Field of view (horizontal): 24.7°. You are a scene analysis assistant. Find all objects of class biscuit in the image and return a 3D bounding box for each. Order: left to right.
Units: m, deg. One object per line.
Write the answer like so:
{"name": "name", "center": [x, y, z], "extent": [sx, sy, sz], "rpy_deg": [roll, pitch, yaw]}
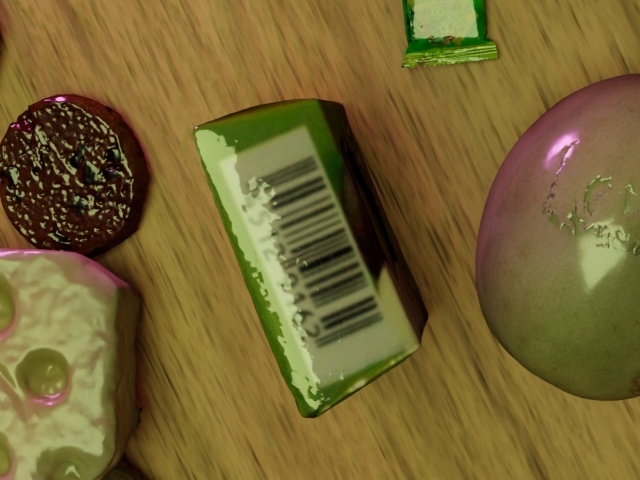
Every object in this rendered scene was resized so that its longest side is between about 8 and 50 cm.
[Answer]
{"name": "biscuit", "center": [-0.284, -0.073, 1.674], "extent": [0.192, 0.049, 0.192], "rpy_deg": [4, 106, 14]}

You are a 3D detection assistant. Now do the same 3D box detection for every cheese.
{"name": "cheese", "center": [-0.341, 0.155, 1.632], "extent": [0.326, 0.115, 0.318], "rpy_deg": [-37, 78, 0]}

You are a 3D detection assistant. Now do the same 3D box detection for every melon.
{"name": "melon", "center": [0.293, -0.011, 1.411], "extent": [0.268, 0.268, 0.330], "rpy_deg": [30, 97, 9]}

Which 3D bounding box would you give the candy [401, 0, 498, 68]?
{"name": "candy", "center": [0.128, -0.274, 1.538], "extent": [0.102, 0.032, 0.178], "rpy_deg": [-4, 97, 16]}

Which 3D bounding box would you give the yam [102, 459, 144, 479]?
{"name": "yam", "center": [-0.270, 0.274, 1.705], "extent": [0.356, 0.081, 0.081], "rpy_deg": [38, 106, 9]}

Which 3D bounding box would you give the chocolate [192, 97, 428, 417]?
{"name": "chocolate", "center": [0.000, 0.000, 1.489], "extent": [0.137, 0.289, 0.301], "rpy_deg": [-21, 92, 7]}
